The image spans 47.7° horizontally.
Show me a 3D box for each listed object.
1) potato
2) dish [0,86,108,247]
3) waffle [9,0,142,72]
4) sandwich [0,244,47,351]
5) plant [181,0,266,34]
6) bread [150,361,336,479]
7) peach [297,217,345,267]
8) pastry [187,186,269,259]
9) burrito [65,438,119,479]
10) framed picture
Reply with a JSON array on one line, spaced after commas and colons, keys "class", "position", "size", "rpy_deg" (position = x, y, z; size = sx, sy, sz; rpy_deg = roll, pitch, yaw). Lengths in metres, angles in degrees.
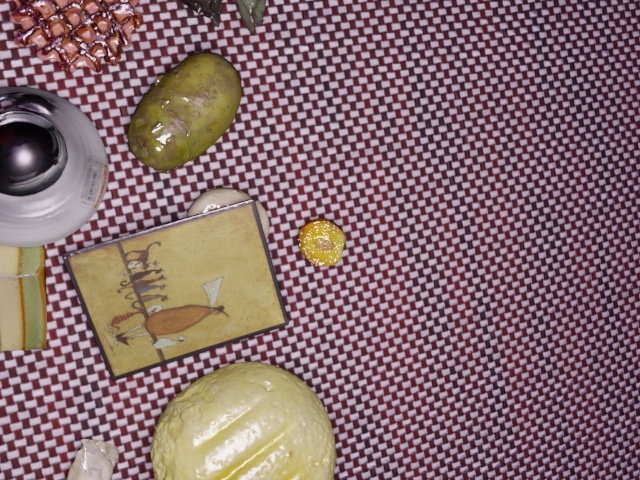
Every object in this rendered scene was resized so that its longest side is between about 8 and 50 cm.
[{"class": "potato", "position": [-0.235, -0.229, 1.280], "size": [0.149, 0.113, 0.251], "rpy_deg": [38, 72, -9]}, {"class": "dish", "position": [-0.479, -0.135, 1.157], "size": [0.273, 0.134, 0.274], "rpy_deg": [4, 77, -17]}, {"class": "waffle", "position": [-0.417, -0.402, 1.239], "size": [0.221, 0.055, 0.235], "rpy_deg": [7, 85, -17]}, {"class": "sandwich", "position": [-0.529, 0.078, 1.241], "size": [0.117, 0.144, 0.187], "rpy_deg": [-2, 129, -19]}, {"class": "plant", "position": [-0.179, -0.457, 1.275], "size": [0.203, 0.131, 0.143], "rpy_deg": [31, 81, -8]}, {"class": "bread", "position": [-0.131, 0.374, 1.270], "size": [0.320, 0.237, 0.321], "rpy_deg": [0, 90, -22]}, {"class": "peach", "position": [0.001, 0.000, 1.394], "size": [0.098, 0.061, 0.098], "rpy_deg": [0, 106, 0]}, {"class": "pastry", "position": [-0.172, -0.022, 1.318], "size": [0.156, 0.092, 0.157], "rpy_deg": [-1, 93, -16]}, {"class": "burrito", "position": [-0.437, 0.483, 1.265], "size": [0.082, 0.059, 0.275], "rpy_deg": [27, 84, -32]}, {"class": "framed picture", "position": [-0.245, 0.089, 1.276], "size": [0.338, 0.014, 0.256], "rpy_deg": [-17, 112, -7]}]
